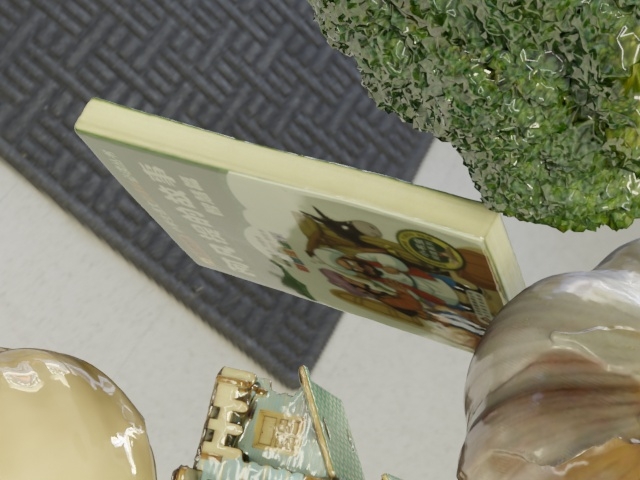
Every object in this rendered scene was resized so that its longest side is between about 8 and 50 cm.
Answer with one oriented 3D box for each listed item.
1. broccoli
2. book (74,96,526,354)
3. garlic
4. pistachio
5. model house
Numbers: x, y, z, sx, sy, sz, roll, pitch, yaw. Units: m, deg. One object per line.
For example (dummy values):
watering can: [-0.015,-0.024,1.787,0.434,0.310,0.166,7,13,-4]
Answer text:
broccoli: [0.122,-0.155,0.557,0.283,0.304,0.321,-15,71,-10]
book: [0.000,0.000,0.747,0.027,0.264,0.202,-65,154,-17]
garlic: [0.203,0.114,0.626,0.256,0.207,0.207,39,54,-19]
pistachio: [-0.120,0.134,0.417,0.117,0.145,0.201,10,95,-34]
model house: [-0.001,0.239,0.925,0.178,0.206,0.271,51,51,-65]
